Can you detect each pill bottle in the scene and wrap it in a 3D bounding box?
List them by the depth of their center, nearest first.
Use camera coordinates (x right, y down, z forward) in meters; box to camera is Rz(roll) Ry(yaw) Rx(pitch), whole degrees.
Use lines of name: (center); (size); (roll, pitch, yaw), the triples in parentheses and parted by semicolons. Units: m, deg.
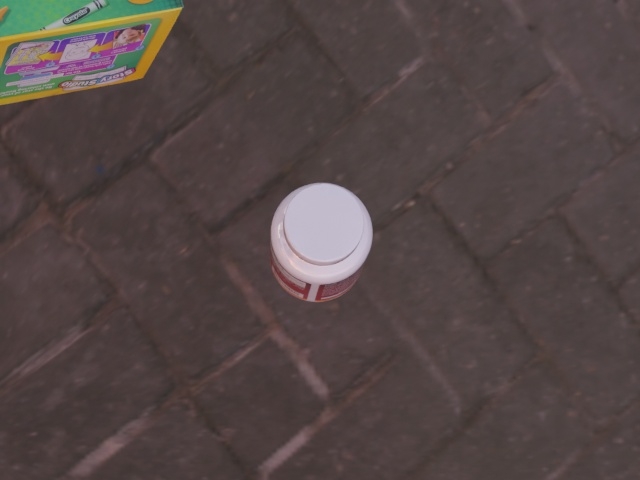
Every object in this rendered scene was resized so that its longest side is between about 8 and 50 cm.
pill bottle: (0.000, 0.000, 1.259); (0.086, 0.152, 0.086); (1, 79, -3)

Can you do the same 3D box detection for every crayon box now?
crayon box: (-0.298, -0.213, 1.539); (0.278, 0.165, 0.081); (-14, 76, -26)
